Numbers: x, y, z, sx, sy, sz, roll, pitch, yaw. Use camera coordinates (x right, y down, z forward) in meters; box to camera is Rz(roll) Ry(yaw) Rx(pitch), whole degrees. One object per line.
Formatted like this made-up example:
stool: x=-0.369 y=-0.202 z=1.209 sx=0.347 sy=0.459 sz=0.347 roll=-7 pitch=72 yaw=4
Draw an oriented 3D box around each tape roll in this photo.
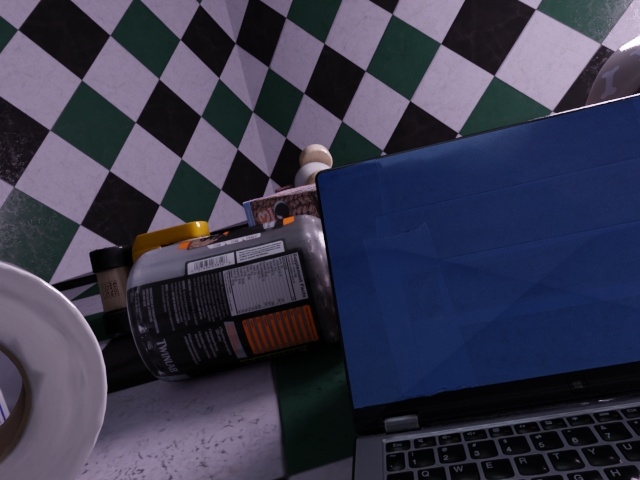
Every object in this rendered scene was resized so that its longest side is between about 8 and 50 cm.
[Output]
tape roll: x=-0.362 y=0.150 z=0.468 sx=0.286 sy=0.286 sz=0.100 roll=-19 pitch=10 yaw=-31

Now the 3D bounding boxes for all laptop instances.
laptop: x=0.183 y=0.051 z=0.327 sx=0.382 sy=0.236 sz=0.408 roll=-13 pitch=14 yaw=10

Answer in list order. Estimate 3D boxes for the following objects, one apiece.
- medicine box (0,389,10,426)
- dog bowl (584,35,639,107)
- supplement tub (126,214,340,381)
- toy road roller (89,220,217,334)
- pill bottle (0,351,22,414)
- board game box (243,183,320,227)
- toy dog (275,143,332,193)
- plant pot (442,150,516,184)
medicine box: x=-0.532 y=0.193 z=0.527 sx=0.149 sy=0.263 sz=0.289 roll=-9 pitch=9 yaw=30
dog bowl: x=0.445 y=-0.099 z=0.591 sx=0.349 sy=0.348 sz=0.102 roll=-18 pitch=12 yaw=-28
supplement tub: x=-0.095 y=0.080 z=0.754 sx=0.338 sy=0.207 sz=0.207 roll=-13 pitch=9 yaw=0
toy road roller: x=-0.359 y=0.086 z=1.179 sx=0.330 sy=0.202 sz=0.240 roll=-14 pitch=-2 yaw=10
pill bottle: x=-0.502 y=0.188 z=0.847 sx=0.161 sy=0.161 sz=0.283 roll=-17 pitch=9 yaw=-19
board game box: x=0.000 y=0.000 z=1.037 sx=0.141 sy=0.231 sz=0.291 roll=-22 pitch=11 yaw=-41
toy dog: x=0.003 y=-0.070 z=1.261 sx=0.161 sy=0.333 sz=0.220 roll=-23 pitch=16 yaw=7
plant pot: x=0.199 y=0.016 z=0.602 sx=0.275 sy=0.243 sz=0.275 roll=-13 pitch=10 yaw=2
